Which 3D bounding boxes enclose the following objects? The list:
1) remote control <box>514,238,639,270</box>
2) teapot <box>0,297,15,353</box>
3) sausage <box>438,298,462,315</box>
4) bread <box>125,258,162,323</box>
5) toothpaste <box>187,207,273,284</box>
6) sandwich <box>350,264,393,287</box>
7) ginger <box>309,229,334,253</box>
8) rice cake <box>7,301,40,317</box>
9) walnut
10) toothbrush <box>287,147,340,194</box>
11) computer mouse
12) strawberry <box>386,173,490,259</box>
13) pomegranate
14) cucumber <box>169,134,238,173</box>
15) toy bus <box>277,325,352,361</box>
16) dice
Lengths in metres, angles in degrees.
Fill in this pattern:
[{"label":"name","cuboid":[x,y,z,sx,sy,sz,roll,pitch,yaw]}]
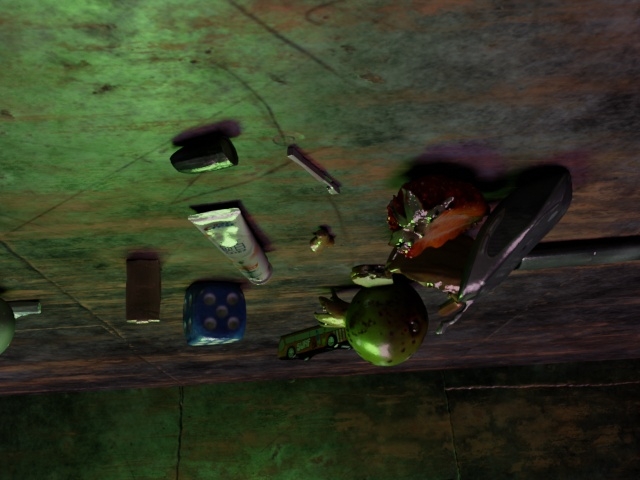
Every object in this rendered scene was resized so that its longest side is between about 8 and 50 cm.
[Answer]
[{"label":"remote control","cuboid":[0.649,0.031,1.710,0.377,0.044,0.107,-5,157,1]},{"label":"teapot","cuboid":[-0.824,0.175,1.664,0.183,0.184,0.251,-4,152,0]},{"label":"sausage","cuboid":[0.392,0.200,2.185,0.030,0.035,0.147,30,160,-2]},{"label":"bread","cuboid":[-0.393,0.123,1.611,0.077,0.152,0.105,0,157,-11]},{"label":"toothpaste","cuboid":[-0.164,0.008,1.454,0.100,0.066,0.323,-7,156,9]},{"label":"sandwich","cuboid":[0.128,0.086,1.780,0.093,0.036,0.104,-18,156,38]},{"label":"ginger","cuboid":[-0.001,0.000,1.506,0.048,0.030,0.097,-35,160,3]},{"label":"rice cake","cuboid":[-0.810,0.180,1.861,0.180,0.042,0.030,-2,164,-2]},{"label":"walnut","cuboid":[0.244,0.043,1.514,0.204,0.141,0.238,16,176,14]},{"label":"toothbrush","cuboid":[-0.008,-0.110,1.192,0.017,0.014,0.194,-10,161,20]},{"label":"computer mouse","cuboid":[0.317,0.019,1.327,0.379,0.090,0.167,-53,155,15]},{"label":"strawberry","cuboid":[0.215,-0.065,1.266,0.228,0.098,0.174,-18,154,-32]},{"label":"pomegranate","cuboid":[0.146,0.190,1.900,0.286,0.231,0.231,35,-172,37]},{"label":"cucumber","cuboid":[-0.176,-0.122,1.065,0.105,0.048,0.048,-10,161,18]},{"label":"toy bus","cuboid":[0.009,0.335,2.419,0.093,0.092,0.408,15,154,-39]},{"label":"dice","cuboid":[-0.272,0.189,1.846,0.143,0.146,0.146,1,165,-22]}]
